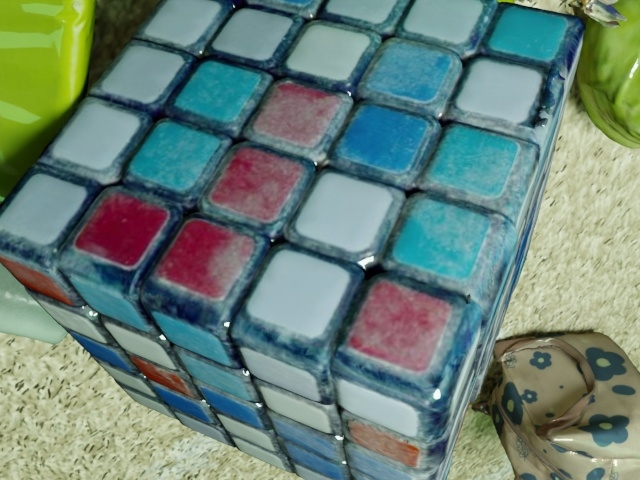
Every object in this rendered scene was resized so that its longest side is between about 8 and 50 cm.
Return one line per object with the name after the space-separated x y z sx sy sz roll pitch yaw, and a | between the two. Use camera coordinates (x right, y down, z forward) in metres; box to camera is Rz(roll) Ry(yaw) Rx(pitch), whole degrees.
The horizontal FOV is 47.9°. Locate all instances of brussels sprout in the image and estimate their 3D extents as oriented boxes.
0.361 -0.190 0.726 0.223 0.161 0.223 -8 108 -27 | brussels sprout

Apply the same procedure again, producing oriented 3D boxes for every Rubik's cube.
0.000 0.000 0.540 0.287 0.292 0.293 19 153 17 | Rubik's cube

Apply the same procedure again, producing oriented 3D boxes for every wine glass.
-0.344 0.031 0.665 0.231 0.103 0.103 19 118 -34 | wine glass

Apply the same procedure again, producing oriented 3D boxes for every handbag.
0.342 0.250 1.001 0.193 0.251 0.190 1 119 -10 | handbag

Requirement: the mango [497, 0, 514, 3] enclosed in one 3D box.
0.057 -0.224 0.597 0.175 0.143 0.293 -32 121 3 | mango

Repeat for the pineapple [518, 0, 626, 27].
0.208 -0.306 0.441 0.352 0.352 0.300 24 153 -33 | pineapple

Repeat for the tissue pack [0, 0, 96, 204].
-0.240 -0.164 0.487 0.167 0.200 0.275 2 125 -20 | tissue pack
